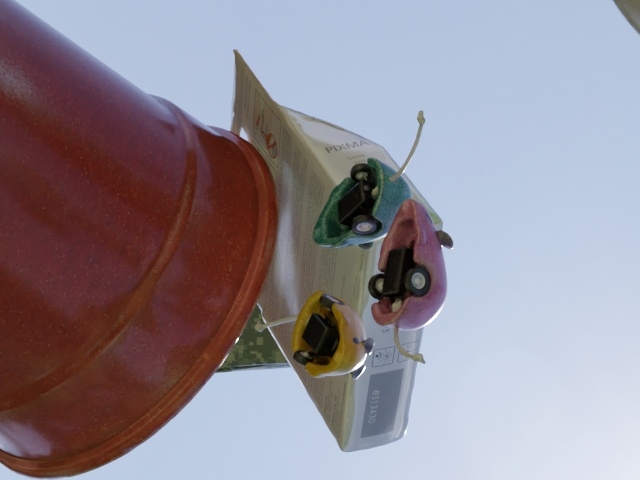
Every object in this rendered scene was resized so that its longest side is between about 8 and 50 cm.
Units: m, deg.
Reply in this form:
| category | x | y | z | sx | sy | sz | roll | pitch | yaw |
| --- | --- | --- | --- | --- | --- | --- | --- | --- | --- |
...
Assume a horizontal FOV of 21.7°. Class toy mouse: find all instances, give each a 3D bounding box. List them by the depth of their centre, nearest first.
| category | x | y | z | sx | sy | sz | roll | pitch | yaw |
| --- | --- | --- | --- | --- | --- | --- | --- | --- | --- |
| toy mouse | 0.033 | 0.006 | 0.828 | 0.161 | 0.031 | 0.143 | 33 | -78 | 63 |

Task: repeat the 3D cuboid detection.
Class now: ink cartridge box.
| category | x | y | z | sx | sy | sz | roll | pitch | yaw |
| --- | --- | --- | --- | --- | --- | --- | --- | --- | --- |
| ink cartridge box | 0.000 | 0.000 | 1.108 | 0.225 | 0.056 | 0.181 | -122 | -150 | -46 |

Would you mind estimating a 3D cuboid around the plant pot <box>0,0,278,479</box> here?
| category | x | y | z | sx | sy | sz | roll | pitch | yaw |
| --- | --- | --- | --- | --- | --- | --- | --- | --- | --- |
| plant pot | -0.214 | -0.030 | 1.041 | 0.272 | 0.265 | 0.272 | -26 | -137 | 27 |

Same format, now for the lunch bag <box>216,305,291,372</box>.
| category | x | y | z | sx | sy | sz | roll | pitch | yaw |
| --- | --- | --- | --- | --- | --- | --- | --- | --- | --- |
| lunch bag | -0.107 | 0.011 | 2.029 | 0.305 | 0.212 | 0.256 | -2 | -73 | 11 |

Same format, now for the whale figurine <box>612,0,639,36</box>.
| category | x | y | z | sx | sy | sz | roll | pitch | yaw |
| --- | --- | --- | --- | --- | --- | --- | --- | --- | --- |
| whale figurine | 0.196 | -0.097 | 0.571 | 0.141 | 0.216 | 0.272 | -30 | -110 | -6 |
